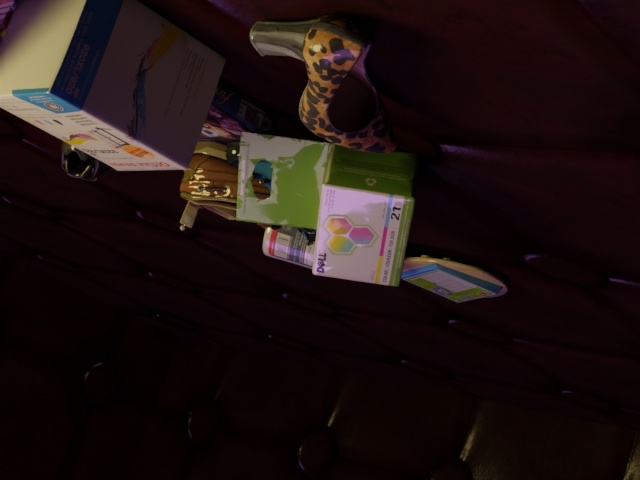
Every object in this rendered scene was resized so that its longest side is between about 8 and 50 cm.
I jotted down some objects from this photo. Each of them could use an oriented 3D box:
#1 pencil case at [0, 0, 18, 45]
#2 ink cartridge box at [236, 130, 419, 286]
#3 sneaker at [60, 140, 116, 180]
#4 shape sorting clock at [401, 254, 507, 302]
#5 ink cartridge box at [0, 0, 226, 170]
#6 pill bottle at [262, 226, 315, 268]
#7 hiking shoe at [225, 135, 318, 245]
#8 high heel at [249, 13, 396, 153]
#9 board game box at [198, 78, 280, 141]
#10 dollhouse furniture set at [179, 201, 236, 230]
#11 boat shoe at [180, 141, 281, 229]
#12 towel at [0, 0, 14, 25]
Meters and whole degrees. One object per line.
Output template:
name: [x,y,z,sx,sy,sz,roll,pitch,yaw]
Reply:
pencil case: [-0.458,-0.269,1.940,0.104,0.104,0.236,24,167,-22]
ink cartridge box: [0.002,-0.044,1.969,0.255,0.097,0.188,8,136,1]
sneaker: [-0.375,-0.153,2.241,0.109,0.130,0.286,16,168,6]
shape sorting clock: [0.235,0.065,2.465,0.206,0.040,0.206,16,163,5]
ink cartridge box: [-0.276,-0.210,1.775,0.171,0.168,0.233,4,161,47]
pill bottle: [0.000,0.000,2.386,0.180,0.108,0.108,17,167,9]
hiking shoe: [-0.011,-0.062,2.087,0.304,0.132,0.113,23,167,-15]
high heel: [0.050,-0.171,1.628,0.261,0.093,0.186,40,163,-36]
board game box: [-0.199,-0.196,2.003,0.165,0.042,0.243,29,164,-39]
dollhouse furniture set: [-0.204,-0.042,2.558,0.114,0.081,0.091,27,165,-30]
boat shoe: [-0.076,-0.065,2.230,0.307,0.104,0.110,17,167,7]
towel: [-0.427,-0.256,1.712,0.029,0.144,0.197,38,133,-8]
